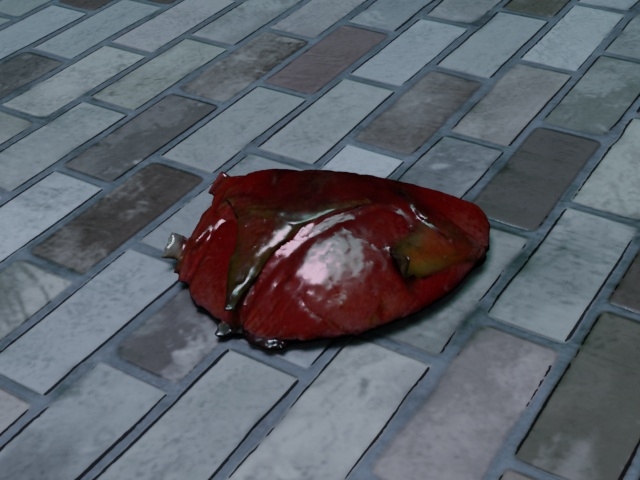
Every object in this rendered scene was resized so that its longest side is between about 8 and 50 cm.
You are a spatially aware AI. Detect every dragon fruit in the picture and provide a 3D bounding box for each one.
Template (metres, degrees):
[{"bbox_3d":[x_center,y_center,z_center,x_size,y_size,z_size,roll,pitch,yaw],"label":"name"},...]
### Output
[{"bbox_3d":[0.000,0.000,1.043,0.343,0.100,0.282,7,42,15],"label":"dragon fruit"}]
